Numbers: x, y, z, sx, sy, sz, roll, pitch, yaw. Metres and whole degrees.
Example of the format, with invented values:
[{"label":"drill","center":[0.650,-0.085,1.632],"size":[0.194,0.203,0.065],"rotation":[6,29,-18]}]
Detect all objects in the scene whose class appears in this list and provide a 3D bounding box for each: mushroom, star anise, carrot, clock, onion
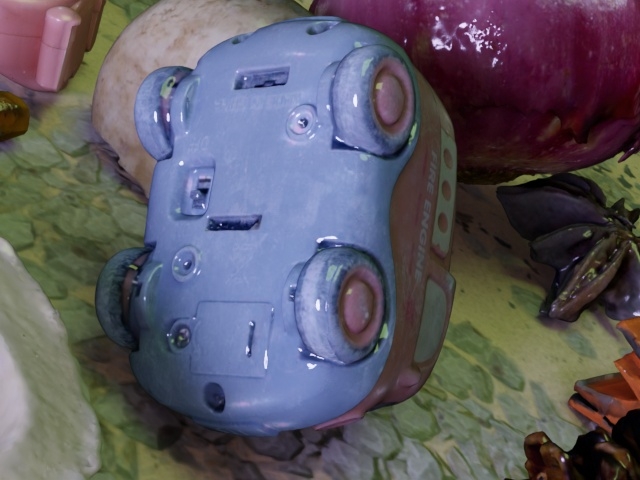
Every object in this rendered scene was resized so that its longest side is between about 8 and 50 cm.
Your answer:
[{"label":"mushroom","center":[-0.053,-0.120,1.160],"size":[0.254,0.189,0.195],"rotation":[39,33,7]},{"label":"star anise","center":[0.269,0.009,1.372],"size":[0.229,0.093,0.236],"rotation":[35,33,-6]},{"label":"carrot","center":[-0.303,-0.096,1.042],"size":[0.171,0.042,0.042],"rotation":[-3,44,-42]},{"label":"clock","center":[-0.277,-0.195,1.172],"size":[0.162,0.092,0.166],"rotation":[20,27,-3]},{"label":"onion","center":[0.173,-0.199,1.300],"size":[0.358,0.345,0.358],"rotation":[26,0,0]}]

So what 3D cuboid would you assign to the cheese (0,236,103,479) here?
[{"label":"cheese","center":[-0.280,0.081,0.679],"size":[0.292,0.153,0.332],"rotation":[4,39,-40]}]

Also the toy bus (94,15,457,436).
[{"label":"toy bus","center":[0.000,0.000,0.965],"size":[0.232,0.197,0.294],"rotation":[27,67,-52]}]

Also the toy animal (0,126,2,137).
[{"label":"toy animal","center":[-0.269,-0.045,0.968],"size":[0.086,0.069,0.219],"rotation":[40,32,-26]}]

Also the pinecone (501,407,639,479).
[{"label":"pinecone","center":[0.242,0.214,0.915],"size":[0.273,0.224,0.224],"rotation":[-9,44,-16]}]

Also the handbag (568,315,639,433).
[{"label":"handbag","center":[0.438,0.224,1.173],"size":[0.303,0.116,0.410],"rotation":[-4,45,-46]}]
